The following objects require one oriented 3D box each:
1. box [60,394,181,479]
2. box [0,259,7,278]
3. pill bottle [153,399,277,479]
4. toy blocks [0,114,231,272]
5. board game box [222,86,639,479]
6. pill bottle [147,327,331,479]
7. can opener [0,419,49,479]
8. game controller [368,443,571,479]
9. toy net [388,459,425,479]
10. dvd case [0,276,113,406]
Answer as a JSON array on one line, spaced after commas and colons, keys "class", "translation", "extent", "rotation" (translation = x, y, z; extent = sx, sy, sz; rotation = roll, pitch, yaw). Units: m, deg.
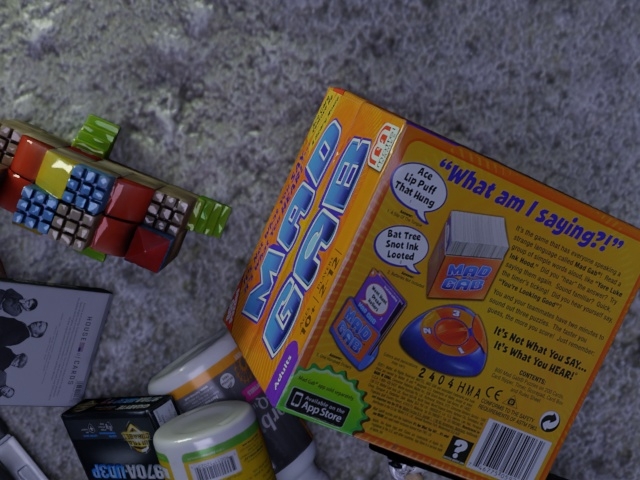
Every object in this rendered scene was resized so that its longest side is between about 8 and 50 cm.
[{"class": "box", "translation": [-0.254, 0.304, 1.774], "extent": [0.220, 0.051, 0.175], "rotation": [-9, 106, 46]}, {"class": "box", "translation": [-0.574, 0.093, 1.793], "extent": [0.257, 0.122, 0.128], "rotation": [-18, 95, 3]}, {"class": "pill bottle", "translation": [-0.117, 0.343, 1.647], "extent": [0.136, 0.136, 0.246], "rotation": [-16, 100, 3]}, {"class": "toy blocks", "translation": [-0.323, -0.060, 1.701], "extent": [0.381, 0.261, 0.191], "rotation": [23, 96, -2]}, {"class": "board game box", "translation": [0.133, 0.054, 1.614], "extent": [0.356, 0.356, 0.356], "rotation": [23, 97, -17]}, {"class": "pill bottle", "translation": [-0.105, 0.273, 1.784], "extent": [0.162, 0.162, 0.278], "rotation": [-33, 95, 5]}, {"class": "can opener", "translation": [-0.491, 0.283, 1.835], "extent": [0.074, 0.093, 0.280], "rotation": [-37, 90, 6]}, {"class": "game controller", "translation": [0.222, 0.321, 1.710], "extent": [0.319, 0.166, 0.067], "rotation": [16, 90, 17]}, {"class": "toy net", "translation": [0.113, 0.375, 1.853], "extent": [0.122, 0.045, 0.232], "rotation": [13, 94, 13]}, {"class": "dvd case", "translation": [-0.407, 0.143, 1.759], "extent": [0.029, 0.238, 0.179], "rotation": [24, 98, 39]}]
